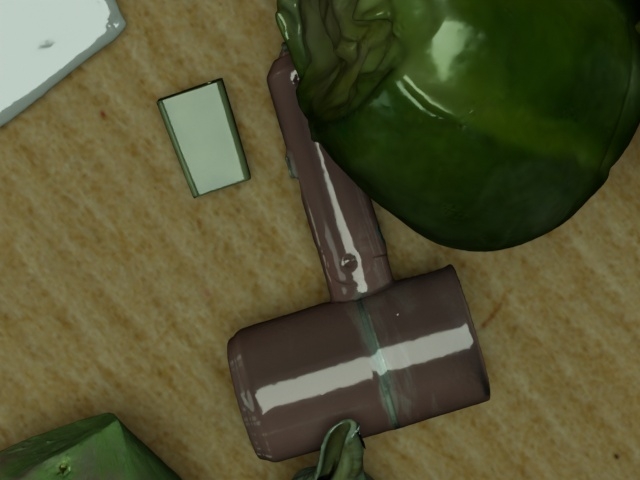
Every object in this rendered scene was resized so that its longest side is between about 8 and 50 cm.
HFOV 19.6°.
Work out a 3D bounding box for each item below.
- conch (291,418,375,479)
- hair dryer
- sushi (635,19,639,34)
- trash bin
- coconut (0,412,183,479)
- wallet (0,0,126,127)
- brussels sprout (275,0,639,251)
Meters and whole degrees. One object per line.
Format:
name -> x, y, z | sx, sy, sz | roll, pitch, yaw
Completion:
conch -> 0.004, 0.248, 1.626 | 0.137, 0.114, 0.234 | -26, 119, 1
hair dryer -> 0.000, 0.000, 1.620 | 0.210, 0.125, 0.352 | -17, 86, 2
sushi -> 0.387, -0.252, 1.458 | 0.240, 0.351, 0.396 | -10, 100, 30
trash bin -> -0.100, -0.090, 1.631 | 0.061, 0.043, 0.092 | -19, 97, 1
coconut -> -0.200, 0.260, 1.586 | 0.204, 0.236, 0.236 | 7, 97, -37
wallet -> -0.272, -0.182, 1.624 | 0.183, 0.032, 0.124 | -39, 95, 1
brussels sprout -> 0.109, -0.166, 1.499 | 0.315, 0.371, 0.276 | 18, 127, -36
